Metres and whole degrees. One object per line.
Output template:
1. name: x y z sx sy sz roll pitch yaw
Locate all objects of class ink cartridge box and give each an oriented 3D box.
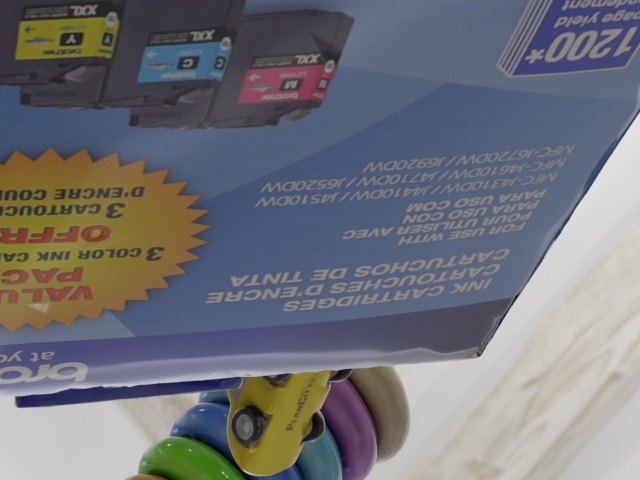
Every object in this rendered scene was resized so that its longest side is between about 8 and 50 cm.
1. ink cartridge box: -0.041 -0.073 0.578 0.395 0.270 0.151 115 -33 -56

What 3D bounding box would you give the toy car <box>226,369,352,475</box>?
1. toy car: 0.000 0.000 0.963 0.239 0.225 0.053 -46 -126 -9

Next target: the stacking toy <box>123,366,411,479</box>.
1. stacking toy: -0.084 0.189 1.186 0.141 0.330 0.141 29 -38 25
